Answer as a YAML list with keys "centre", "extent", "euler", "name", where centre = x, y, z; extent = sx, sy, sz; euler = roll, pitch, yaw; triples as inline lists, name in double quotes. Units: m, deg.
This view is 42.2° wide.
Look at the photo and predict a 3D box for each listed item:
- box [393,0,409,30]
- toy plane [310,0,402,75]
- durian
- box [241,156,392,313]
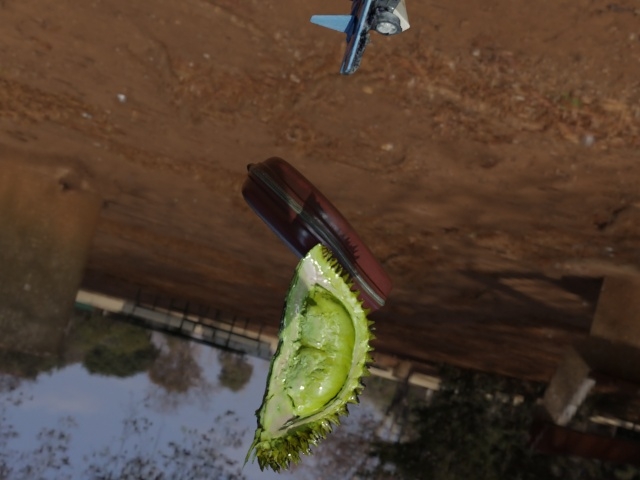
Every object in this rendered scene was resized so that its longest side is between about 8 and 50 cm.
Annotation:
- centre: [0.072, -0.413, 1.175]
  extent: [0.032, 0.221, 0.122]
  euler: [-21, 150, 29]
  name: "box"
- centre: [0.066, -0.259, 0.796]
  extent: [0.078, 0.169, 0.246]
  euler: [18, 161, -19]
  name: "toy plane"
- centre: [-0.020, 0.188, 1.292]
  extent: [0.169, 0.352, 0.158]
  euler: [21, 170, -26]
  name: "durian"
- centre: [0.000, 0.000, 1.577]
  extent: [0.263, 0.108, 0.404]
  euler: [44, 177, 34]
  name: "box"
